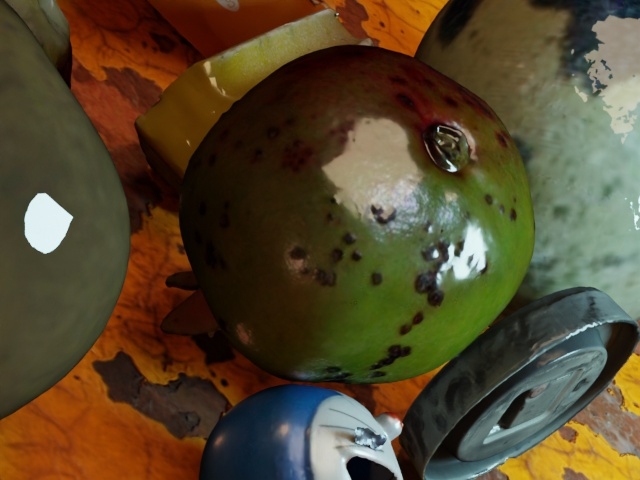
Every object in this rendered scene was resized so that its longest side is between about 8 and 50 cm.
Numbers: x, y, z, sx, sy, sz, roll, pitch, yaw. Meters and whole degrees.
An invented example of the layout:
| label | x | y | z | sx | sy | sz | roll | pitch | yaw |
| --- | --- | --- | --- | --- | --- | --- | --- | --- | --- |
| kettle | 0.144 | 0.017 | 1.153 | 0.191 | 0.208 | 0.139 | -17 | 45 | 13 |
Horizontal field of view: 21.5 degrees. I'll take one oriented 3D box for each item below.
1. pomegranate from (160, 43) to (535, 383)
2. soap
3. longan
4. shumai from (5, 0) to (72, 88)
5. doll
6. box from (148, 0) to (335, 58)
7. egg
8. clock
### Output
| label | x | y | z | sx | sy | sz | roll | pitch | yaw |
| --- | --- | --- | --- | --- | --- | --- | --- | --- | --- |
| pomegranate | 0.009 | 0.012 | 1.329 | 0.291 | 0.323 | 0.291 | 31 | 24 | -15 |
| soap | -0.071 | -0.112 | 1.536 | 0.080 | 0.160 | 0.257 | 44 | 37 | 11 |
| longan | -0.298 | -0.033 | 1.154 | 0.361 | 0.361 | 0.361 | 22 | 40 | -20 |
| shumai | -0.308 | -0.237 | 1.431 | 0.283 | 0.217 | 0.346 | 37 | 33 | 1 |
| doll | -0.011 | 0.226 | 1.234 | 0.215 | 0.161 | 0.257 | 39 | 39 | -48 |
| box | -0.114 | -0.362 | 1.716 | 0.225 | 0.143 | 0.341 | 43 | 29 | -40 |
| egg | 0.240 | -0.097 | 1.622 | 0.345 | 0.345 | 0.428 | 32 | 58 | -7 |
| clock | 0.167 | 0.125 | 1.426 | 0.226 | 0.226 | 0.049 | -11 | 55 | -45 |
